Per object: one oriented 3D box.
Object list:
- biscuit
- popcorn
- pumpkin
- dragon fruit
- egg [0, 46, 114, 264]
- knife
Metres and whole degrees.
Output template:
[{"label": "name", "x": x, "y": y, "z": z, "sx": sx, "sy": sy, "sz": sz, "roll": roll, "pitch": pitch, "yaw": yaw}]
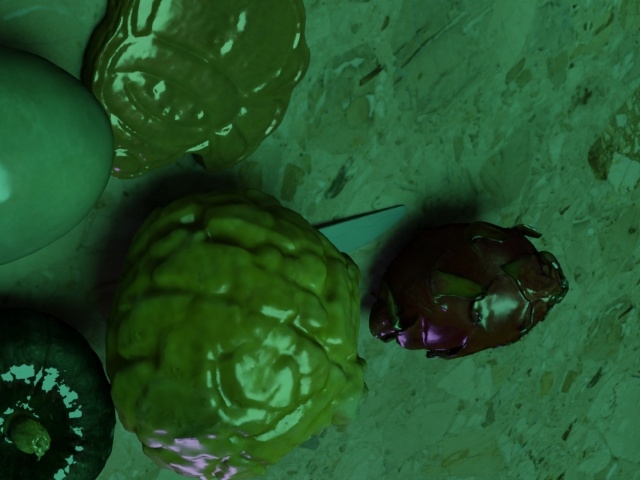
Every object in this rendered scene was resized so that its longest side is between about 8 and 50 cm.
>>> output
[{"label": "biscuit", "x": -0.159, "y": -0.226, "z": 1.564, "sx": 0.312, "sy": 0.057, "sz": 0.351, "roll": 13, "pitch": 113, "yaw": -39}, {"label": "popcorn", "x": -0.119, "y": 0.133, "z": 1.618, "sx": 0.354, "sy": 0.344, "sz": 0.390, "roll": -56, "pitch": 141, "yaw": -53}, {"label": "pumpkin", "x": -0.419, "y": 0.238, "z": 1.577, "sx": 0.300, "sy": 0.207, "sz": 0.300, "roll": -2, "pitch": 94, "yaw": -26}, {"label": "dragon fruit", "x": 0.231, "y": 0.078, "z": 1.934, "sx": 0.250, "sy": 0.250, "sz": 0.315, "roll": 9, "pitch": 158, "yaw": -39}, {"label": "egg", "x": -0.408, "y": -0.090, "z": 1.348, "sx": 0.352, "sy": 0.258, "sz": 0.258, "roll": -10, "pitch": 127, "yaw": -26}, {"label": "knife", "x": -0.001, "y": 0.002, "z": 1.858, "sx": 0.331, "sy": 0.044, "sz": 0.080, "roll": -10, "pitch": 124, "yaw": -33}]
